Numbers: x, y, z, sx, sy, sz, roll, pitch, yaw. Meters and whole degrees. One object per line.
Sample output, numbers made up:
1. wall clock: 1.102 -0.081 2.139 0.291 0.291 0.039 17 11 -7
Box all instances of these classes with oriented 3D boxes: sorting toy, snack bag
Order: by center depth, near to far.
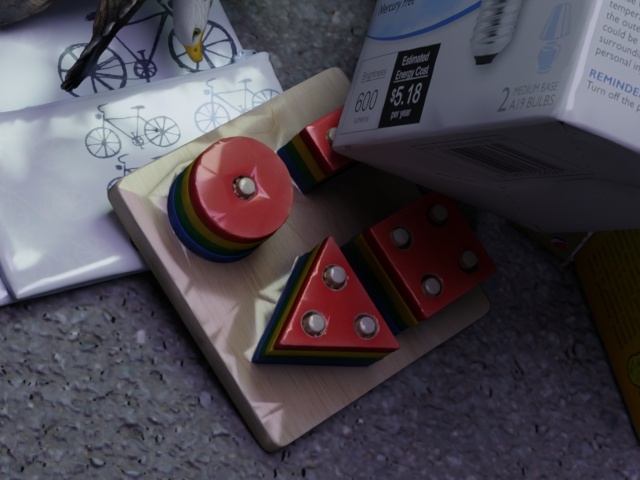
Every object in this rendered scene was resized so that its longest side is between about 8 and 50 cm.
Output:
1. sorting toy: 0.000 0.000 1.551 0.255 0.089 0.257 -31 87 -32
2. snack bag: -0.185 -0.125 1.616 0.323 0.037 0.342 -14 67 -26

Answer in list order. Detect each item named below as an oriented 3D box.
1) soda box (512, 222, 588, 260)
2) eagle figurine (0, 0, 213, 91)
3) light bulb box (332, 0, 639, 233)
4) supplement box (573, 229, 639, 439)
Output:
1. soda box: 0.252 -0.070 1.735 0.061 0.058 0.181 34 55 2
2. eagle figurine: -0.137 -0.252 1.583 0.298 0.226 0.225 -14 81 -33
3. light bulb box: 0.225 -0.210 1.434 0.225 0.358 0.361 21 80 -24
4. supplement box: 0.396 0.005 1.563 0.194 0.356 0.195 -5 62 -23
